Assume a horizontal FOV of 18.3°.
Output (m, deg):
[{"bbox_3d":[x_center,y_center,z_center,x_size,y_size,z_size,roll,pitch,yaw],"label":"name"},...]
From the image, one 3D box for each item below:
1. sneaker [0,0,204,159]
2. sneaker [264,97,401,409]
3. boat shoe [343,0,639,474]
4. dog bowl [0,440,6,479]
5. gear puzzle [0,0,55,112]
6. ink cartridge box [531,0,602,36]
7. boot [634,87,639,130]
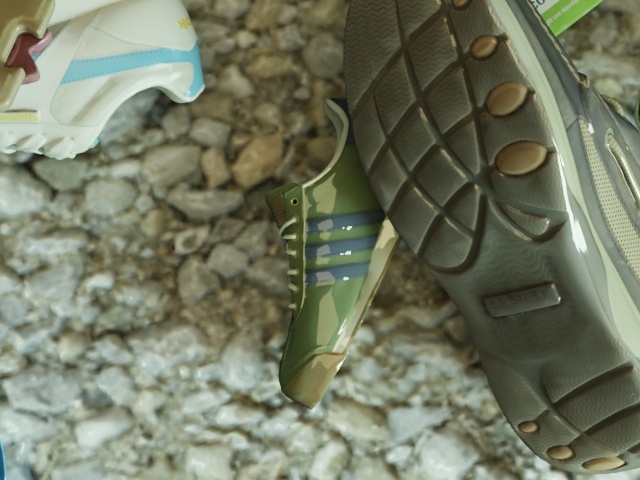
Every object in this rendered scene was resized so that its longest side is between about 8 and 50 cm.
[{"bbox_3d":[-0.181,-0.086,1.183,0.229,0.087,0.092,-23,93,-5],"label":"sneaker"},{"bbox_3d":[0.000,0.000,1.216,0.086,0.064,0.192,27,81,-6],"label":"sneaker"},{"bbox_3d":[0.124,-0.032,1.185,0.132,0.130,0.355,-9,114,34],"label":"boat shoe"},{"bbox_3d":[-0.307,0.191,1.172,0.166,0.074,0.297,36,86,-5],"label":"dog bowl"},{"bbox_3d":[-0.194,-0.224,1.165,0.175,0.044,0.339,14,66,13],"label":"gear puzzle"},{"bbox_3d":[0.131,-0.278,1.180,0.189,0.097,0.255,-38,94,24],"label":"ink cartridge box"},{"bbox_3d":[0.316,-0.146,1.250,0.176,0.088,0.244,22,84,-16],"label":"boot"}]
